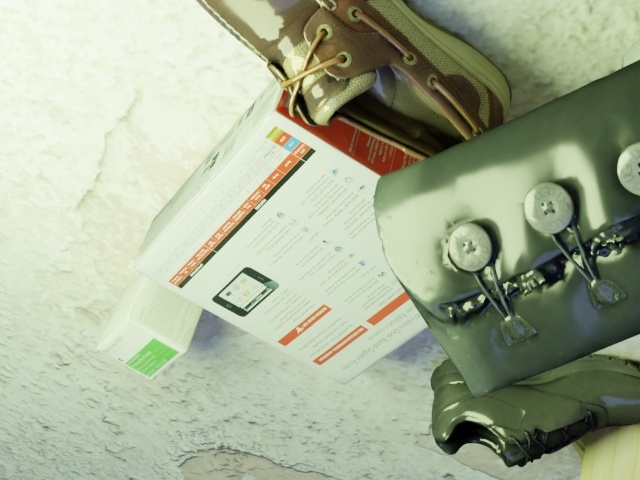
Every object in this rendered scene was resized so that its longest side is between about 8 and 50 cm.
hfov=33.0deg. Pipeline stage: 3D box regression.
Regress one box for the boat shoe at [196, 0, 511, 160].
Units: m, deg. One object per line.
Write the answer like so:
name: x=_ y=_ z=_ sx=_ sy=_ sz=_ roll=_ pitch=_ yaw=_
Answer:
boat shoe: x=0.021 y=-0.161 z=0.964 sx=0.342 sy=0.123 sz=0.123 roll=31 pitch=138 yaw=-17

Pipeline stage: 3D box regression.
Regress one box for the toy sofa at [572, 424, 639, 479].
toy sofa: x=0.359 y=0.380 z=1.287 sx=0.177 sy=0.362 sz=0.150 roll=-7 pitch=134 yaw=32

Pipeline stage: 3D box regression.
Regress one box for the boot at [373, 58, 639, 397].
boot: x=0.218 y=-0.113 z=0.830 sx=0.146 sy=0.367 sz=0.445 roll=-11 pitch=166 yaw=-44

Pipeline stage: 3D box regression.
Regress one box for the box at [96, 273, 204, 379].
box: x=-0.209 y=0.100 z=1.352 sx=0.087 sy=0.102 sz=0.101 roll=33 pitch=138 yaw=-16

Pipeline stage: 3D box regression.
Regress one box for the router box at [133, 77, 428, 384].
router box: x=0.000 y=0.000 z=1.185 sx=0.301 sy=0.082 sz=0.335 roll=31 pitch=138 yaw=-17

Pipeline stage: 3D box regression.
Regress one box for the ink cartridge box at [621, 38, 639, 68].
ink cartridge box: x=0.366 y=-0.134 z=0.920 sx=0.175 sy=0.072 sz=0.127 roll=27 pitch=138 yaw=-12

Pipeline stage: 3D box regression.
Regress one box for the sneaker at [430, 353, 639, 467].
sneaker: x=0.269 y=0.215 z=1.308 sx=0.286 sy=0.130 sz=0.109 roll=-6 pitch=133 yaw=22
